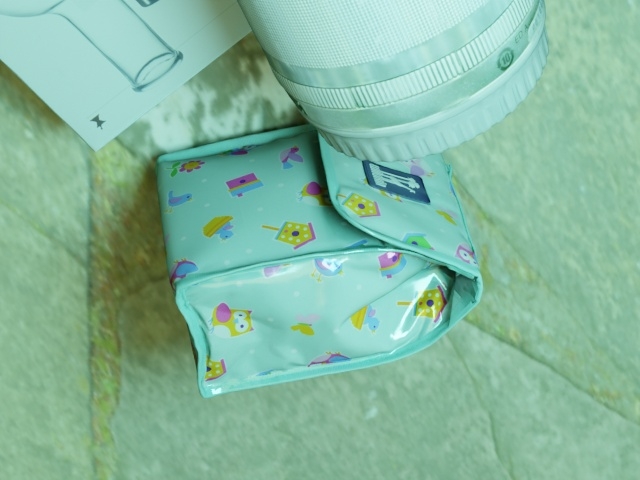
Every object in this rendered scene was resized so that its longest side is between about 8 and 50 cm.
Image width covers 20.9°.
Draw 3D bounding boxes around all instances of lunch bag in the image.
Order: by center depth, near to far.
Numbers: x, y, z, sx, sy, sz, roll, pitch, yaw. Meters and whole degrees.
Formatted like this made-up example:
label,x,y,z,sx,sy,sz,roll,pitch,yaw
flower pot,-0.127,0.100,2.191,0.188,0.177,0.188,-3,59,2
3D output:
label,x,y,z,sx,sy,sz,roll,pitch,yaw
lunch bag,0.000,0.000,1.504,0.262,0.223,0.160,-13,124,0

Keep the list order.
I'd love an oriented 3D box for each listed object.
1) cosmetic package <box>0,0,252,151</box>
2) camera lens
label,x,y,z,sx,sy,sz,roll,pitch,yaw
cosmetic package,-0.136,-0.290,1.399,0.377,0.097,0.284,-37,125,12
camera lens,0.037,-0.224,1.292,0.219,0.219,0.274,-24,127,6
